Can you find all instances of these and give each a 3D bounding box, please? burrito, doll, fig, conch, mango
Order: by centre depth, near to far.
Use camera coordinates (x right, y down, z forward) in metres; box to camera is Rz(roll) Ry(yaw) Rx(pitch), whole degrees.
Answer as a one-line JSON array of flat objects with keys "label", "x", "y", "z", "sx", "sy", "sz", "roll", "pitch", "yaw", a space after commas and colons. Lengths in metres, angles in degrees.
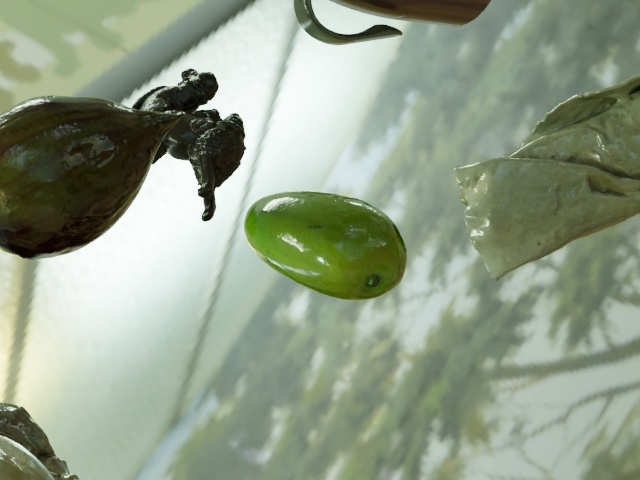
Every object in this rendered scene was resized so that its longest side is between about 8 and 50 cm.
[{"label": "mango", "x": 0.000, "y": 0.000, "z": 0.859, "sx": 0.073, "sy": 0.108, "sz": 0.056, "roll": 0, "pitch": -77, "yaw": -44}, {"label": "fig", "x": -0.159, "y": -0.051, "z": 0.992, "sx": 0.154, "sy": 0.103, "sz": 0.109, "roll": -27, "pitch": 10, "yaw": 1}, {"label": "burrito", "x": 0.294, "y": -0.093, "z": 1.237, "sx": 0.392, "sy": 0.117, "sz": 0.076, "roll": -24, "pitch": 2, "yaw": 0}, {"label": "doll", "x": -0.134, "y": -0.105, "z": 1.501, "sx": 0.057, "sy": 0.139, "sz": 0.165, "roll": 80, "pitch": -148, "yaw": -51}, {"label": "conch", "x": -0.461, "y": 0.348, "z": 2.087, "sx": 0.159, "sy": 0.291, "sz": 0.210, "roll": -86, "pitch": -10, "yaw": -70}]

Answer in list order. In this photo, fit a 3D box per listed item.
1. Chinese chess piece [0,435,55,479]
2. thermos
[{"label": "Chinese chess piece", "x": -0.324, "y": 0.280, "z": 1.281, "sx": 0.250, "sy": 0.103, "sz": 0.250, "roll": -48, "pitch": 11, "yaw": 12}, {"label": "thermos", "x": 0.054, "y": -0.297, "z": 1.627, "sx": 0.265, "sy": 0.176, "sz": 0.146, "roll": -4, "pitch": -7, "yaw": -37}]
